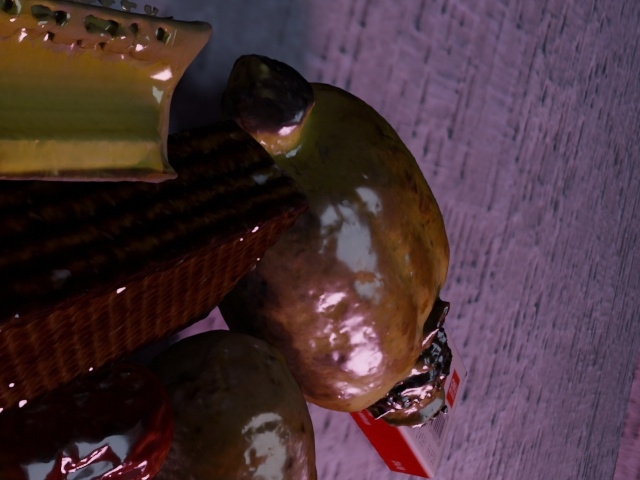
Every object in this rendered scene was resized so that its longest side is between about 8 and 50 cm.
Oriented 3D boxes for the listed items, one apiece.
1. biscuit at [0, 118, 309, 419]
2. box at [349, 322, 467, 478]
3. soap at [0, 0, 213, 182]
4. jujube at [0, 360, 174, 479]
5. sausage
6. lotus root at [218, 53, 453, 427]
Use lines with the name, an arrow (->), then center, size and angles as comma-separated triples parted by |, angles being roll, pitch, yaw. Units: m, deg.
biscuit -> -0.135, 0.024, 0.565 | 0.107, 0.073, 0.388 | -47, 170, 26
box -> 0.077, 0.126, 1.185 | 0.229, 0.050, 0.123 | 59, 46, -57
soap -> -0.153, -0.061, 0.458 | 0.233, 0.135, 0.076 | -12, 111, -65
jujube -> -0.131, 0.106, 0.668 | 0.129, 0.077, 0.077 | -15, 115, -57
sausage -> -0.082, 0.300, 0.806 | 0.136, 0.123, 0.500 | -2, 104, -50
lotus root -> 0.000, 0.000, 0.835 | 0.169, 0.141, 0.314 | -63, 144, -37
